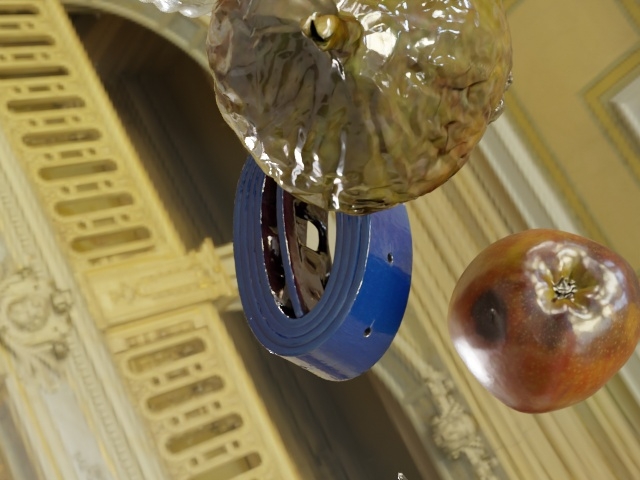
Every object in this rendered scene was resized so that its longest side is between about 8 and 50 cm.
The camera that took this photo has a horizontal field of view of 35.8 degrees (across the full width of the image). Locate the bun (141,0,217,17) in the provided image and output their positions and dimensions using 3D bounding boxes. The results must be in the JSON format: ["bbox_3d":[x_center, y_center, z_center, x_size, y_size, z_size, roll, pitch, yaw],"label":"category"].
[{"bbox_3d":[-0.183,-0.414,1.408,0.263,0.263,0.175,66,-22,11],"label":"bun"}]

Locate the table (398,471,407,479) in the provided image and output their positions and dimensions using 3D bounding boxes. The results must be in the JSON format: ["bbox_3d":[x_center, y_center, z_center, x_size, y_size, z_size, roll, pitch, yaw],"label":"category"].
[{"bbox_3d":[0.241,0.519,1.549,0.317,0.317,0.249,41,-24,31],"label":"table"}]

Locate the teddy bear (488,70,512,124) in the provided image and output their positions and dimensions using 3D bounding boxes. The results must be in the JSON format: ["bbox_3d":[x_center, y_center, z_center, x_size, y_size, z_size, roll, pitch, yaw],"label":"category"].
[{"bbox_3d":[0.133,-0.188,1.142,0.177,0.190,0.140,-11,-89,19],"label":"teddy bear"}]

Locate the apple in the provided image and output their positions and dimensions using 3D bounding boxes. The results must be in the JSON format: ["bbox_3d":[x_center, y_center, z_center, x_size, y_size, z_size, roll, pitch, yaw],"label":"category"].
[{"bbox_3d":[0.270,0.085,1.176,0.230,0.230,0.230,14,-70,43],"label":"apple"}]

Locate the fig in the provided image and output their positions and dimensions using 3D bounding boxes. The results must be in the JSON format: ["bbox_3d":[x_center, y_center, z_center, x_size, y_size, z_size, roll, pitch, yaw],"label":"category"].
[{"bbox_3d":[0.027,-0.149,0.850,0.286,0.368,0.286,1,-77,6],"label":"fig"}]

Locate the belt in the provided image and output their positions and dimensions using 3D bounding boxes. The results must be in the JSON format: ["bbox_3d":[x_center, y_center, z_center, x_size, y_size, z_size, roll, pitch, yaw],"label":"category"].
[{"bbox_3d":[0.000,0.000,1.265,0.212,0.117,0.347,-24,-126,27],"label":"belt"}]
